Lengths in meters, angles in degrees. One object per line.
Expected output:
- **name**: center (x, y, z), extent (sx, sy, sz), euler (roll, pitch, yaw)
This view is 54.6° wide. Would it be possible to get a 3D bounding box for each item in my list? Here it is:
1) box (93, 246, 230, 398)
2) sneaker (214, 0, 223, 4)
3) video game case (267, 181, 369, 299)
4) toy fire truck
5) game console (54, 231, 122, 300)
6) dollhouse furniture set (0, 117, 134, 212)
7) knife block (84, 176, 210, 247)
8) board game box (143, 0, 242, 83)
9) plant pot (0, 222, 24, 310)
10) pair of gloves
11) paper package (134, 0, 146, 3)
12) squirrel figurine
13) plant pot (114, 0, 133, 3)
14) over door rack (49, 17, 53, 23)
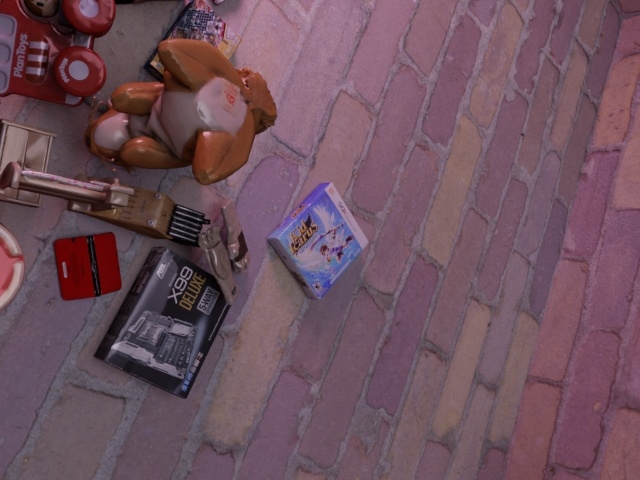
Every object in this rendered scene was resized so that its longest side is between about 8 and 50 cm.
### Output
- **box**: center (-0.379, 0.205, 1.558), extent (0.242, 0.076, 0.308), euler (38, 67, -33)
- **sneaker**: center (-0.257, -0.699, 1.683), extent (0.118, 0.042, 0.067), euler (-49, 122, -26)
- **video game case**: center (0.000, 0.000, 1.881), extent (0.269, 0.061, 0.244), euler (-48, 117, -29)
- **toy fire truck**: center (-0.561, -0.428, 1.266), extent (0.253, 0.169, 0.302), euler (8, 102, -22)
- **game console**: center (-0.546, 0.059, 1.463), extent (0.124, 0.085, 0.144), euler (-7, 95, -8)
- **dollhouse furniture set**: center (-0.570, -0.170, 1.224), extent (0.303, 0.355, 0.174), euler (12, 82, -38)
- **knife block**: center (-0.421, -0.056, 1.535), extent (0.275, 0.242, 0.088), euler (12, 77, 7)
- **board game box**: center (-0.329, -0.491, 1.623), extent (0.165, 0.042, 0.243), euler (41, 65, -32)
- **plant pot**: center (-0.700, 0.049, 1.189), extent (0.274, 0.243, 0.275), euler (0, 89, -40)
- **pair of gloves**: center (-0.244, 0.026, 1.612), extent (0.240, 0.042, 0.204), euler (-76, 154, -57)
- **paper package**: center (-0.346, -0.753, 1.438), extent (0.168, 0.309, 0.325), euler (-20, 103, -37)
- **squirrel figurine**: center (-0.315, -0.265, 1.389), extent (0.397, 0.370, 0.281), euler (-38, 111, -53)
- **plant pot**: center (-0.516, -0.635, 1.394), extent (0.166, 0.188, 0.188), euler (-21, 104, -24)
- **over door rack**: center (-0.672, -0.489, 1.301), extent (0.239, 0.108, 0.324), euler (-17, 101, -37)
